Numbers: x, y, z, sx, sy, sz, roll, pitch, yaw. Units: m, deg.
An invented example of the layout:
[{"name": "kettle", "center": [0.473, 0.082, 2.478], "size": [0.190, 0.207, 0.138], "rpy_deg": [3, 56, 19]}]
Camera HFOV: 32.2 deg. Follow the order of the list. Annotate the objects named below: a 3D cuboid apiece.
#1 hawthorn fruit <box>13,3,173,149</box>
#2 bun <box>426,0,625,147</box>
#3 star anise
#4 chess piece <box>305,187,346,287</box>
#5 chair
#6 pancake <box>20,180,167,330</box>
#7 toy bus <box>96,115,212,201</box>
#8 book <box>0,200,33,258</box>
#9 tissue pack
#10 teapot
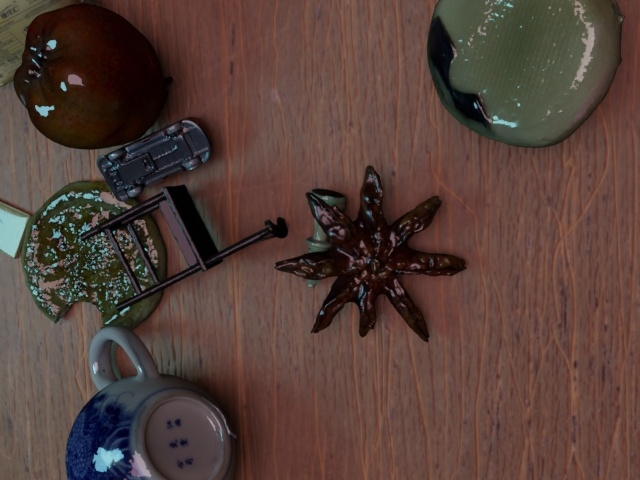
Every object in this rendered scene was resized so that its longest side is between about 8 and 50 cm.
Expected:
[{"name": "hawthorn fruit", "center": [-0.312, -0.235, 1.617], "size": [0.208, 0.248, 0.208], "rpy_deg": [-3, 86, 48]}, {"name": "bun", "center": [0.291, -0.268, 1.524], "size": [0.283, 0.179, 0.283], "rpy_deg": [2, 94, 33]}, {"name": "star anise", "center": [0.072, 0.036, 1.613], "size": [0.288, 0.088, 0.288], "rpy_deg": [-1, 108, -4]}, {"name": "chess piece", "center": [0.000, 0.000, 1.660], "size": [0.059, 0.059, 0.149], "rpy_deg": [11, 102, 11]}, {"name": "chair", "center": [-0.194, -0.012, 1.627], "size": [0.260, 0.154, 0.141], "rpy_deg": [-27, 92, 5]}, {"name": "pancake", "center": [-0.358, 0.027, 1.743], "size": [0.253, 0.037, 0.254], "rpy_deg": [1, 96, 12]}, {"name": "toy bus", "center": [-0.244, -0.130, 1.683], "size": [0.174, 0.077, 0.079], "rpy_deg": [-23, 105, 12]}, {"name": "book", "center": [-0.525, -0.027, 1.784], "size": [0.111, 0.014, 0.077], "rpy_deg": [24, 99, 8]}, {"name": "tissue pack", "center": [-0.458, -0.339, 1.659], "size": [0.222, 0.186, 0.090], "rpy_deg": [-25, 55, 15]}, {"name": "teapot", "center": [-0.267, 0.331, 1.664], "size": [0.280, 0.252, 0.424], "rpy_deg": [-33, 71, 48]}]
